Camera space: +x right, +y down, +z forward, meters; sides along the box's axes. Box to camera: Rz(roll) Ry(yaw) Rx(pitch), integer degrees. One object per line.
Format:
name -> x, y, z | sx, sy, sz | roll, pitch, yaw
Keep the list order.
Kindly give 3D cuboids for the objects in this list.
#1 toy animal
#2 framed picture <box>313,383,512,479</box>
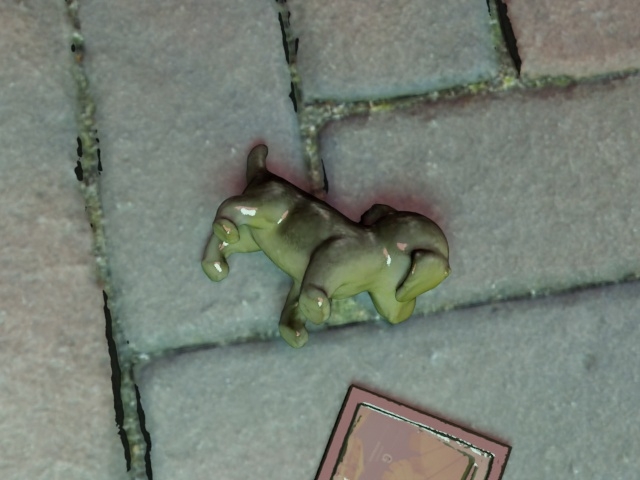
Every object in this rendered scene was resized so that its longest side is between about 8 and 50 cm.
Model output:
toy animal -> 0.001, 0.014, 1.613 | 0.233, 0.121, 0.168 | 28, 59, 10
framed picture -> 0.085, 0.227, 1.618 | 0.168, 0.023, 0.128 | 22, 76, -2
